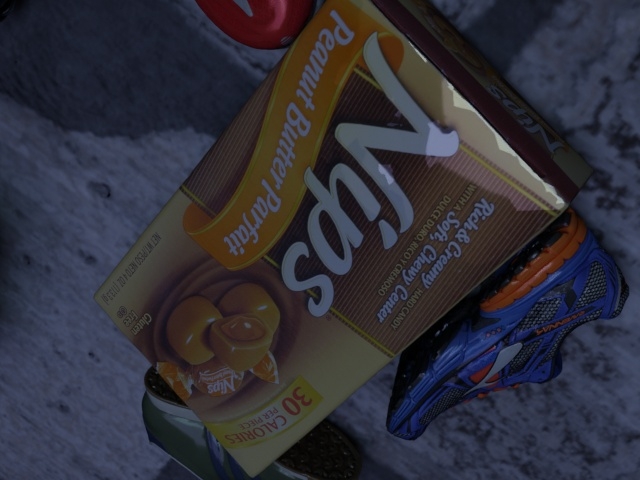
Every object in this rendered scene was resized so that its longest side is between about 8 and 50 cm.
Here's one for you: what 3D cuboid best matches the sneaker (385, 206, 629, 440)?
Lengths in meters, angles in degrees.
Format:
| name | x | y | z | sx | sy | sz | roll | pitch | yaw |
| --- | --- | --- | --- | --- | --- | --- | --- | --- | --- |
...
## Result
| name | x | y | z | sx | sy | sz | roll | pitch | yaw |
| --- | --- | --- | --- | --- | --- | --- | --- | --- | --- |
| sneaker | 0.123 | 0.077 | 0.625 | 0.087 | 0.083 | 0.221 | 36 | 123 | -6 |

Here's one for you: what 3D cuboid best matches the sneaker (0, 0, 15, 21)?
| name | x | y | z | sx | sy | sz | roll | pitch | yaw |
| --- | --- | --- | --- | --- | --- | --- | --- | --- | --- |
| sneaker | -0.309 | -0.170 | 0.637 | 0.147 | 0.104 | 0.296 | 40 | 117 | 3 |

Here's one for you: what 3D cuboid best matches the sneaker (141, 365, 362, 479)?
| name | x | y | z | sx | sy | sz | roll | pitch | yaw |
| --- | --- | --- | --- | --- | --- | --- | --- | --- | --- |
| sneaker | -0.063 | 0.173 | 0.749 | 0.192 | 0.064 | 0.086 | 24 | 128 | 7 |

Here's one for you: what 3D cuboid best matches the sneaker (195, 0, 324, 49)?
| name | x | y | z | sx | sy | sz | roll | pitch | yaw |
| --- | --- | --- | --- | --- | --- | --- | --- | --- | --- |
| sneaker | -0.085 | -0.236 | 0.519 | 0.107 | 0.118 | 0.279 | -14 | 110 | 25 |

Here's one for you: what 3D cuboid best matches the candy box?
| name | x | y | z | sx | sy | sz | roll | pitch | yaw |
| --- | --- | --- | --- | --- | --- | --- | --- | --- | --- |
| candy box | 0.000 | 0.000 | 0.609 | 0.183 | 0.087 | 0.316 | 47 | 120 | 5 |
